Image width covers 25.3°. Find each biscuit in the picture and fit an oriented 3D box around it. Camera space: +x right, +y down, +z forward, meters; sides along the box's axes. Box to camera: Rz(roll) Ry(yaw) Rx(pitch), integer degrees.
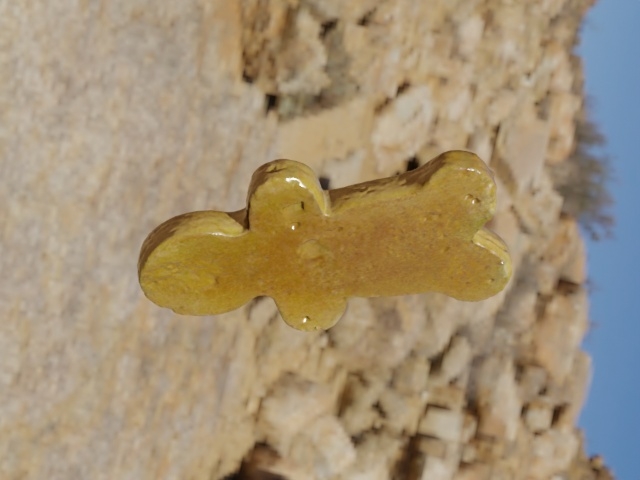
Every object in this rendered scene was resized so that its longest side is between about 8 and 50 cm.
[{"bbox_3d":[0.000,0.000,1.153,0.196,0.302,0.049,76,5,-46],"label":"biscuit"}]
